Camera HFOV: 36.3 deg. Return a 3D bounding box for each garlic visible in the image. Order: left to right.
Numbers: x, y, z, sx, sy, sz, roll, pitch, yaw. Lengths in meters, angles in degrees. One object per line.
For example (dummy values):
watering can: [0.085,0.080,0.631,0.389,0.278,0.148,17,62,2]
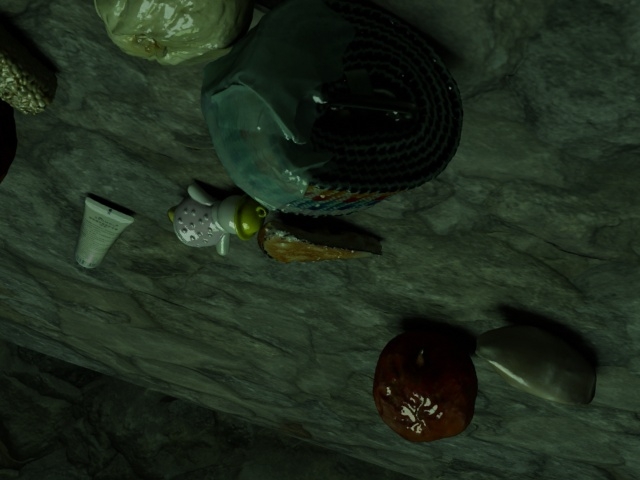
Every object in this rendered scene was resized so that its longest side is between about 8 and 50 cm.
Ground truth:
garlic: [0.385,0.216,1.653,0.318,0.112,0.143,32,178,-44]

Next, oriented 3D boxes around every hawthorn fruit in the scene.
hawthorn fruit: [0.186,0.246,1.776,0.207,0.207,0.243,11,149,18]

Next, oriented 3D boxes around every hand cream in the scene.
hand cream: [-0.420,-0.010,1.843,0.095,0.059,0.276,25,152,-12]

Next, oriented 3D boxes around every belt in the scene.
belt: [0.010,-0.133,0.997,0.257,0.207,0.150,3,165,-27]

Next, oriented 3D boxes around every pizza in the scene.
pizza: [0.000,0.000,1.514,0.195,0.052,0.185,4,168,2]

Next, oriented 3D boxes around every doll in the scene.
doll: [-0.162,-0.036,1.535,0.207,0.081,0.129,-7,115,39]

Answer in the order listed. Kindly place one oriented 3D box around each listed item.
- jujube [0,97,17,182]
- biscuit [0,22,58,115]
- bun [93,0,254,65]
jujube: [-0.529,-0.141,1.341,0.213,0.232,0.213,-4,121,-6]
biscuit: [-0.417,-0.235,1.277,0.070,0.082,0.168,-21,142,20]
bun: [-0.156,-0.241,1.006,0.188,0.111,0.164,-3,153,36]
